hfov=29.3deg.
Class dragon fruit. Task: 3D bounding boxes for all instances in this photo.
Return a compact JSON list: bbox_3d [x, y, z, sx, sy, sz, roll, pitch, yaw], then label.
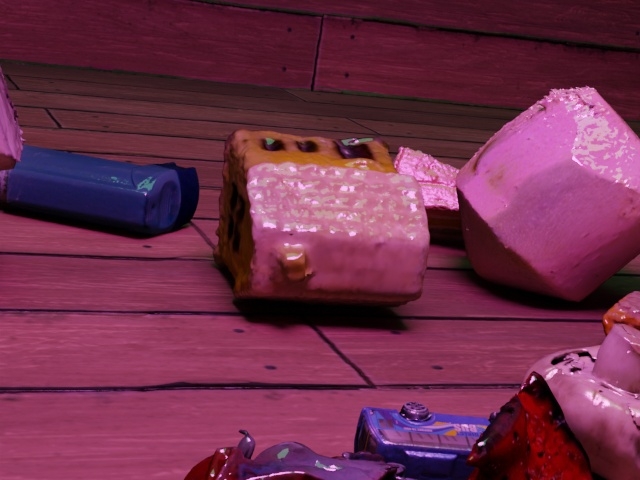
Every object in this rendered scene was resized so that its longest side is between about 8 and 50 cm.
[{"bbox_3d":[0.121,0.166,0.741,0.092,0.122,0.192,31,19,21],"label":"dragon fruit"}]

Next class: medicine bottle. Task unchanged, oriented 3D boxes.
[{"bbox_3d":[-0.285,-0.064,1.487,0.258,0.079,0.124,10,17,8],"label":"medicine bottle"}]

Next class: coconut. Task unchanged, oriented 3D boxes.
[{"bbox_3d":[0.276,-0.044,1.439,0.233,0.245,0.233,46,17,-18],"label":"coconut"}]

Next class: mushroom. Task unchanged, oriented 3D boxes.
[{"bbox_3d":[0.234,0.124,0.955,0.154,0.122,0.154,4,20,-2],"label":"mushroom"}]

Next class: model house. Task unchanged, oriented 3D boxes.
[{"bbox_3d":[0.000,0.000,1.273,0.193,0.175,0.234,5,24,-16],"label":"model house"}]

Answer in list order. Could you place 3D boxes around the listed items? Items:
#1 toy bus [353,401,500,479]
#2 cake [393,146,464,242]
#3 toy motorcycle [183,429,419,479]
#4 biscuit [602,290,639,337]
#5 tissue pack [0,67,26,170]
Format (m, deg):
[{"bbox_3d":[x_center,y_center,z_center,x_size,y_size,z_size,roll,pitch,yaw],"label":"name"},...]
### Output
[{"bbox_3d":[0.103,0.156,0.895,0.153,0.051,0.061,6,20,-10],"label":"toy bus"},{"bbox_3d":[0.184,-0.031,1.610,0.225,0.090,0.109,24,-24,6],"label":"cake"},{"bbox_3d":[-0.006,0.165,0.750,0.122,0.082,0.213,14,3,24],"label":"toy motorcycle"},{"bbox_3d":[0.470,0.126,1.214,0.379,0.054,0.094,16,16,29],"label":"biscuit"},{"bbox_3d":[-0.490,-0.164,1.116,0.380,0.297,0.207,-14,19,-7],"label":"tissue pack"}]
